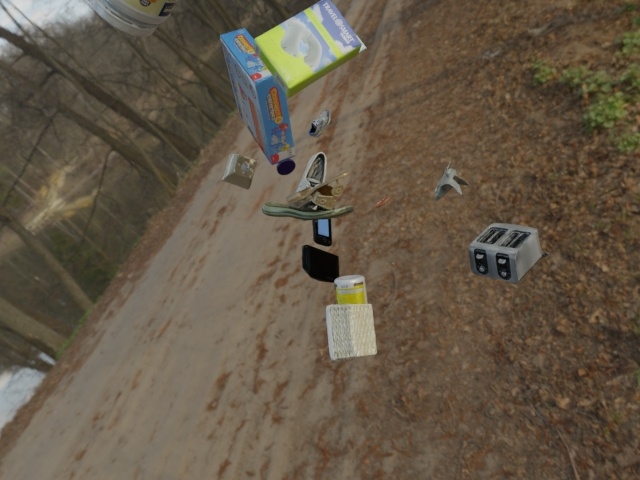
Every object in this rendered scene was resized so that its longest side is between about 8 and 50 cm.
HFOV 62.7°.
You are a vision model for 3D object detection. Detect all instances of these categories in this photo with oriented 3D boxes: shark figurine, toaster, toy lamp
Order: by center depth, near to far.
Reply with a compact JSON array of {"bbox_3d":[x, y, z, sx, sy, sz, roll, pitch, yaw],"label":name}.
[{"bbox_3d":[0.577,0.034,1.626,0.186,0.110,0.168,-36,31,-29],"label":"toaster"},{"bbox_3d":[-0.177,-0.353,1.919,0.080,0.080,0.274,-38,54,11],"label":"toy lamp"},{"bbox_3d":[0.537,-0.237,2.097,0.166,0.116,0.278,-64,-5,-1],"label":"shark figurine"}]

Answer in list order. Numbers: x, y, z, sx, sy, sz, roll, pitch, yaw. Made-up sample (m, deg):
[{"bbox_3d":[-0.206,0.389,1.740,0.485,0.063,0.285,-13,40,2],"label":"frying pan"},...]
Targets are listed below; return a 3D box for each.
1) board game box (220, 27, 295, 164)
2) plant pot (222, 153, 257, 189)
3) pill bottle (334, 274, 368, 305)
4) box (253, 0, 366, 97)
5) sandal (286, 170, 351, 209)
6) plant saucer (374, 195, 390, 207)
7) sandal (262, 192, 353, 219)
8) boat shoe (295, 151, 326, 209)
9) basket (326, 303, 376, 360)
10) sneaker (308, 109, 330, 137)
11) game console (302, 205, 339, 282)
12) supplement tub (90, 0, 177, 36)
[{"bbox_3d":[-0.194,-0.448,1.644,0.086,0.308,0.302,-23,52,-13],"label":"board game box"},{"bbox_3d":[-0.291,-0.265,1.955,0.096,0.109,0.109,-17,57,67],"label":"plant pot"},{"bbox_3d":[0.119,0.242,1.965,0.117,0.215,0.117,-7,4,1],"label":"pill bottle"},{"bbox_3d":[-0.014,-0.343,0.921,0.178,0.109,0.042,-35,-1,-12],"label":"box"},{"bbox_3d":[0.009,-0.120,1.449,0.240,0.079,0.088,-17,10,43],"label":"sandal"},{"bbox_3d":[0.285,-0.175,2.407,0.083,0.013,0.083,-36,10,7],"label":"plant saucer"},{"bbox_3d":[-0.046,-0.110,1.626,0.303,0.086,0.120,6,7,22],"label":"sandal"},{"bbox_3d":[-0.031,-0.206,1.975,0.088,0.096,0.267,136,155,-74],"label":"boat shoe"},{"bbox_3d":[0.095,0.271,1.572,0.103,0.113,0.167,-15,76,45],"label":"basket"},{"bbox_3d":[-0.006,-0.497,2.242,0.052,0.058,0.135,51,124,27],"label":"sneaker"},{"bbox_3d":[0.000,0.000,2.265,0.044,0.213,0.361,-16,67,35],"label":"game console"},{"bbox_3d":[-0.506,-0.785,1.515,0.325,0.235,0.235,-45,20,33],"label":"supplement tub"}]
